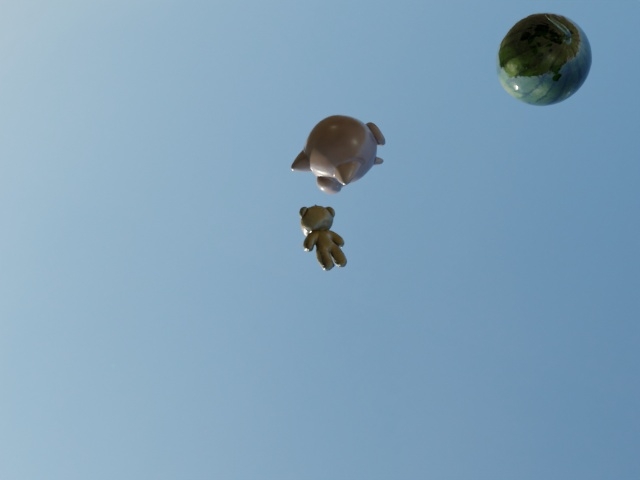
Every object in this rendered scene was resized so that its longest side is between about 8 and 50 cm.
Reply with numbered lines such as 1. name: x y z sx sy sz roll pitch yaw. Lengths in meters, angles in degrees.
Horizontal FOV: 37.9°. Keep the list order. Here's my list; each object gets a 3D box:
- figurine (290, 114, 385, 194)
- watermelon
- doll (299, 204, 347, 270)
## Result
1. figurine: 0.033 -0.143 1.521 0.125 0.125 0.138 4 -135 43
2. watermelon: 0.446 -0.362 1.838 0.188 0.188 0.215 -49 -176 -26
3. doll: 0.003 -0.006 1.265 0.062 0.051 0.093 -8 -138 -26
